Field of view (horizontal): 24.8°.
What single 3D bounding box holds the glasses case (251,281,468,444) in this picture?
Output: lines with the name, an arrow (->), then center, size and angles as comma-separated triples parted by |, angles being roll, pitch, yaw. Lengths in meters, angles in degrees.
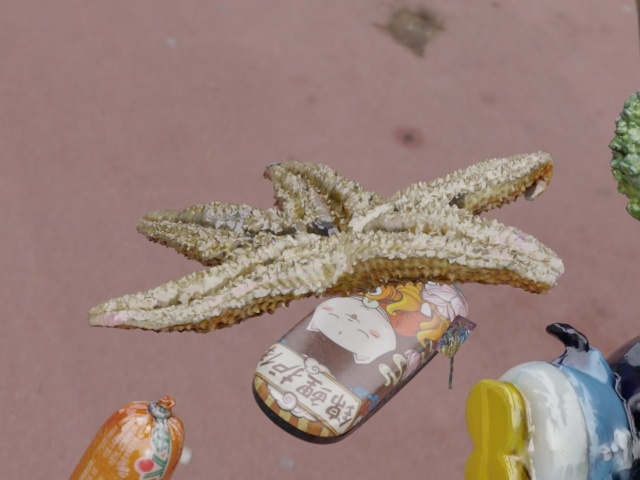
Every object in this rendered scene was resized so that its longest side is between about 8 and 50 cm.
glasses case -> 0.049, 0.113, 1.595 | 0.122, 0.082, 0.321 | 38, 42, 14

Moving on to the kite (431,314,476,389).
kite -> 0.110, 0.084, 1.154 | 0.002, 0.044, 0.078 | 41, 14, -24

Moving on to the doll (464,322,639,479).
doll -> 0.245, 0.137, 1.003 | 0.314, 0.177, 0.141 | -1, 2, -28

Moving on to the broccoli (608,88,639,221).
broccoli -> 0.358, -0.063, 1.184 | 0.226, 0.198, 0.176 | 37, 17, 14

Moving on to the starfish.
starfish -> 0.000, 0.001, 0.667 | 0.241, 0.043, 0.227 | -19, 18, -32

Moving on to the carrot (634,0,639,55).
carrot -> 0.216, -0.069, 0.816 | 0.070, 0.070, 0.260 | 11, 54, -10

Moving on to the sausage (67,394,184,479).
sausage -> -0.168, 0.221, 0.879 | 0.053, 0.347, 0.053 | 26, 26, -14
